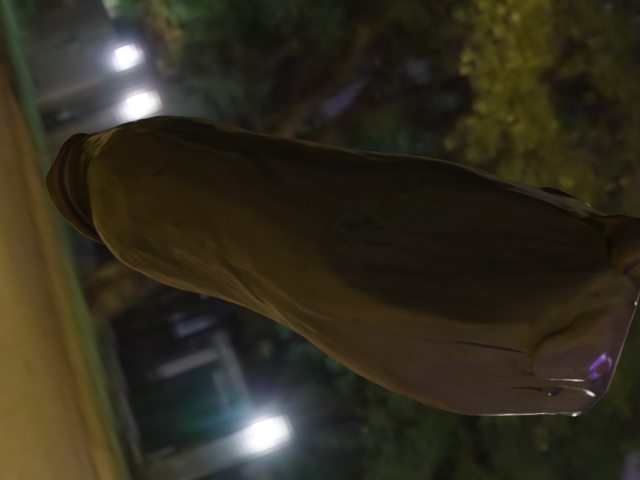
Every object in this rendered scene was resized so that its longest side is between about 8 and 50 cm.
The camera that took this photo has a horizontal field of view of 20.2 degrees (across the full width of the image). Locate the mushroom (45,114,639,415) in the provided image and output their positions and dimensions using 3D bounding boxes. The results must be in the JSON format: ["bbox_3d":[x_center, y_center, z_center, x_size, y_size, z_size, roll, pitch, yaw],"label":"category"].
[{"bbox_3d":[-0.002,-0.001,0.771,0.351,0.097,0.109,18,-1,43],"label":"mushroom"}]
